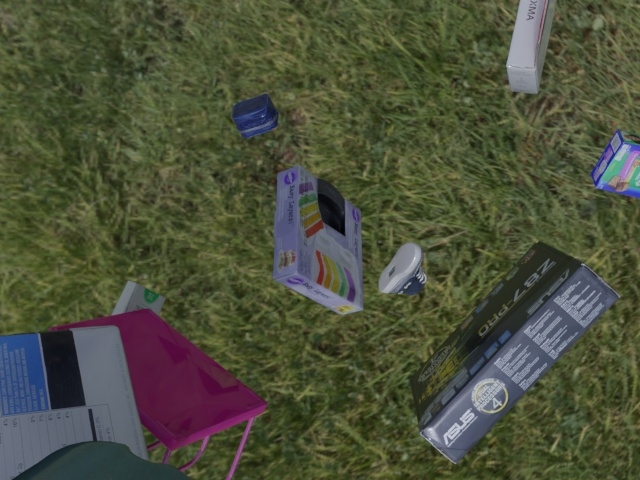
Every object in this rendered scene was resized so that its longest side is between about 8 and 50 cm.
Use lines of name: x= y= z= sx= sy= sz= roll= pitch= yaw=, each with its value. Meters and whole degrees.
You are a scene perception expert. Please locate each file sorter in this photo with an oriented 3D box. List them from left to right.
file sorter: x=-0.276 y=0.269 z=1.177 sx=0.290 sy=0.202 sz=0.182 roll=32 pitch=111 yaw=28

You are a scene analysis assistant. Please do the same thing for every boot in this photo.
boot: x=0.202 y=0.065 z=1.654 sx=0.190 sy=0.086 sz=0.069 roll=127 pitch=148 yaw=-58

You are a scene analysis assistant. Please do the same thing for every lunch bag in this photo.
lunch bag: x=-0.135 y=-0.266 z=1.620 sx=0.098 sy=0.065 sz=0.067 roll=-14 pitch=41 yaw=16

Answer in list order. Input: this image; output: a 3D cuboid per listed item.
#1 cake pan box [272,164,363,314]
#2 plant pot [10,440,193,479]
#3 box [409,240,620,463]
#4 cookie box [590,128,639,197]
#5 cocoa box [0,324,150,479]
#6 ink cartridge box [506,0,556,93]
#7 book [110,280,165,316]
cake pan box: x=0.000 y=0.000 z=1.612 sx=0.070 sy=0.246 sz=0.267 roll=-17 pitch=57 yaw=30
plant pot: x=-0.221 y=0.338 z=0.529 sx=0.341 sy=0.334 sz=0.341 roll=8 pitch=111 yaw=21
box: x=0.332 y=0.189 z=1.377 sx=0.097 sy=0.318 sz=0.395 roll=41 pitch=98 yaw=-3
cookie box: x=0.487 y=-0.113 z=1.150 sx=0.107 sy=0.040 sz=0.092 roll=12 pitch=132 yaw=-6
cocoa box: x=-0.365 y=0.299 z=0.907 sx=0.347 sy=0.228 sz=0.231 roll=-62 pitch=40 yaw=41
ink cartridge box: x=0.433 y=-0.480 z=1.502 sx=0.066 sy=0.261 sz=0.296 roll=11 pitch=82 yaw=18
book: x=-0.336 y=0.154 z=1.335 sx=0.035 sy=0.096 sz=0.144 roll=15 pitch=76 yaw=26
